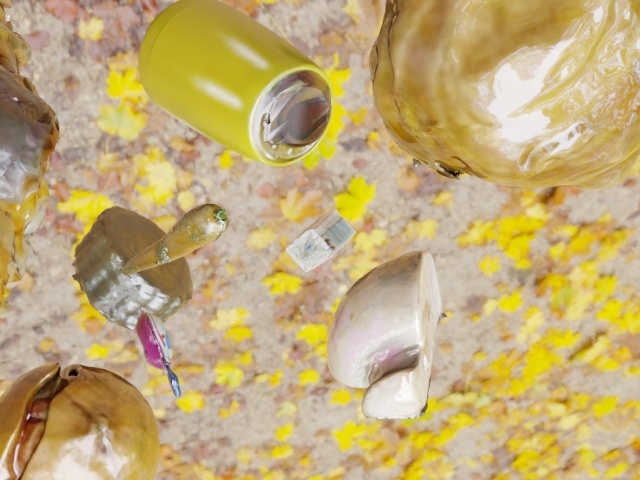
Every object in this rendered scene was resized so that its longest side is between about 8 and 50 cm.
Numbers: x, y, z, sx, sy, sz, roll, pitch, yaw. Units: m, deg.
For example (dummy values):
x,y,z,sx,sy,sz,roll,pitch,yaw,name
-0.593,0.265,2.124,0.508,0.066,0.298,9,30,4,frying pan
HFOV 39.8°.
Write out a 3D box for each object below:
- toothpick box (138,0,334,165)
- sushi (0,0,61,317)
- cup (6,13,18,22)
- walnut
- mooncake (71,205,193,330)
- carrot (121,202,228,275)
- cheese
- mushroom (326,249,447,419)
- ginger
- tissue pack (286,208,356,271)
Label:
x,y,z,sx,sy,sz,roll,pitch,yaw,name
-0.108,-0.208,1.183,0.175,0.271,0.175,-25,132,-30,toothpick box
-0.362,-0.078,0.504,0.417,0.418,0.176,-15,167,-8,sushi
-0.672,-0.421,1.875,0.074,0.102,0.099,-16,180,-6,cup
-0.304,0.264,1.058,0.208,0.209,0.336,-3,157,-20,walnut
-0.341,0.054,1.599,0.124,0.228,0.228,-42,133,18,mooncake
-0.194,0.008,1.126,0.049,0.049,0.254,17,152,-34,carrot
-0.216,0.148,1.181,0.038,0.145,0.095,-21,137,-16,cheese
0.073,0.109,1.207,0.162,0.236,0.173,-5,122,16,mushroom
0.146,-0.169,0.639,0.222,0.270,0.200,2,161,32,ginger
0.000,0.000,1.399,0.074,0.094,0.059,-36,94,34,tissue pack
